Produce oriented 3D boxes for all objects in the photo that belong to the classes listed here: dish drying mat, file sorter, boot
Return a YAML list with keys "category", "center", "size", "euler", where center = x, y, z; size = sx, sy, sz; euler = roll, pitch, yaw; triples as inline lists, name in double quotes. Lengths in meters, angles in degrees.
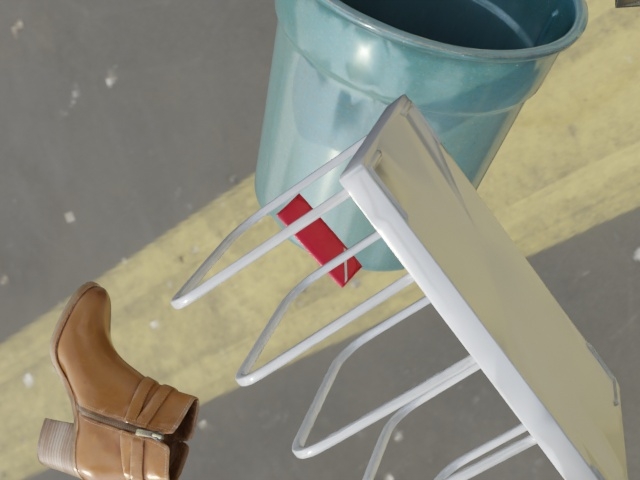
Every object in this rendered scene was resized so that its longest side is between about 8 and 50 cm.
- category: "dish drying mat"
  center: [0.000, 0.000, 0.953]
  size: [0.083, 0.032, 0.008]
  euler: [49, 149, -7]
- category: "file sorter"
  center: [0.062, 0.076, 0.783]
  size: [0.173, 0.193, 0.278]
  euler: [-35, 99, 21]
- category: "boot"
  center: [-0.189, 0.143, 1.112]
  size: [0.152, 0.073, 0.197]
  euler: [4, 83, 24]

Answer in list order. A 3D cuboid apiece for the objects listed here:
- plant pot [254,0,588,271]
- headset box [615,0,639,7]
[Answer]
- category: "plant pot"
  center: [0.078, -0.167, 1.287]
  size: [0.341, 0.341, 0.334]
  euler: [40, 134, 24]
- category: "headset box"
  center: [0.196, -0.176, 0.633]
  size: [0.062, 0.032, 0.083]
  euler: [-1, 85, 11]
